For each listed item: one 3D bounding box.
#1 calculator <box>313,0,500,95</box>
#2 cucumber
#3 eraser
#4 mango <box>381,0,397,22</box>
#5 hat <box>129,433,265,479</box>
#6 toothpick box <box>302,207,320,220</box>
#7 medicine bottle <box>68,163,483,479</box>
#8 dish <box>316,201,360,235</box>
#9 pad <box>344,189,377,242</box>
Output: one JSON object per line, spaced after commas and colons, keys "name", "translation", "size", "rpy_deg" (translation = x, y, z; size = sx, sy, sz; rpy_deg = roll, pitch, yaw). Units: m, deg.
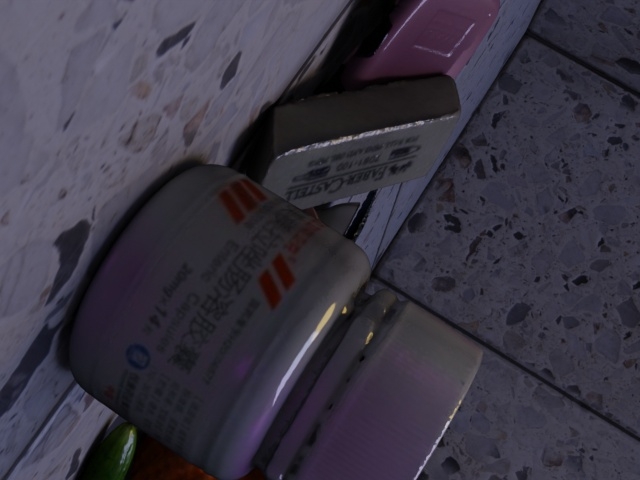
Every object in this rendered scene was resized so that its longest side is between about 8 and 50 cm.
{"name": "calculator", "translation": [0.108, -0.217, 1.204], "size": [0.194, 0.043, 0.294], "rpy_deg": [3, 137, -48]}
{"name": "cucumber", "translation": [-0.284, 0.326, 1.210], "size": [0.250, 0.056, 0.056], "rpy_deg": [-65, 170, 26]}
{"name": "eraser", "translation": [0.044, -0.114, 1.138], "size": [0.352, 0.077, 0.111], "rpy_deg": [-17, 144, -40]}
{"name": "mango", "translation": [0.134, -0.288, 1.277], "size": [0.125, 0.111, 0.233], "rpy_deg": [-1, 142, -34]}
{"name": "hat", "translation": [-0.169, 0.398, 1.490], "size": [0.285, 0.285, 0.400], "rpy_deg": [-51, 173, -46]}
{"name": "toothpick box", "translation": [-0.045, -0.007, 1.270], "size": [0.098, 0.098, 0.149], "rpy_deg": [-58, 173, -4]}
{"name": "medicine bottle", "translation": [-0.039, 0.107, 0.900], "size": [0.256, 0.325, 0.256], "rpy_deg": [-56, 171, -13]}
{"name": "dish", "translation": [0.000, 0.000, 1.684], "size": [0.191, 0.066, 0.191], "rpy_deg": [-62, 178, -3]}
{"name": "pad", "translation": [0.034, 0.026, 1.724], "size": [0.269, 0.012, 0.270], "rpy_deg": [-60, -178, 28]}
